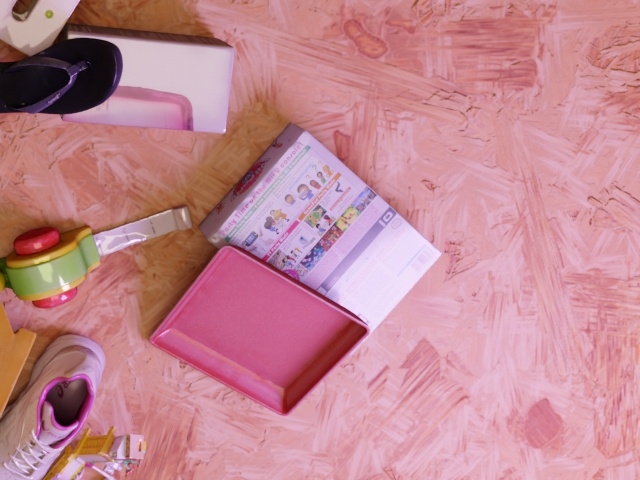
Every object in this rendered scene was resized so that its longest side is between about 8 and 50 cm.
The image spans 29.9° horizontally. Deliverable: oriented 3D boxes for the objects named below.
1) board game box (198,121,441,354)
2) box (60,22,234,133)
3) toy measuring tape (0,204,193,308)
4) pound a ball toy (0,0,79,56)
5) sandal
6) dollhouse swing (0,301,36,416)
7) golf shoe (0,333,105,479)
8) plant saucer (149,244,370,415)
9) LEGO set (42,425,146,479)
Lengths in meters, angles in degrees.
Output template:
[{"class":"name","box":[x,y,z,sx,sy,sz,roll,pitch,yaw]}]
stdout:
[{"class":"board game box","box":[0.000,0.000,1.862,0.303,0.097,0.224,42,91,-21]},{"class":"box","box":[-0.252,-0.232,1.710,0.232,0.148,0.126,4,103,-15]},{"class":"toy measuring tape","box":[-0.344,0.022,1.770,0.330,0.121,0.121,-17,107,-10]},{"class":"pound a ball toy","box":[-0.351,-0.409,1.608,0.136,0.208,0.319,31,95,-20]},{"class":"sandal","box":[-0.383,-0.206,1.592,0.255,0.054,0.097,-10,102,11]},{"class":"dollhouse swing","box":[-0.652,0.233,1.754,0.347,0.305,0.315,25,57,-11]},{"class":"golf shoe","box":[-0.428,0.288,1.804,0.115,0.140,0.306,28,97,-21]},{"class":"plant saucer","box":[-0.093,0.132,1.833,0.258,0.047,0.259,31,129,-13]},{"class":"LEGO set","box":[-0.342,0.370,1.849,0.287,0.132,0.107,-39,117,21]}]
